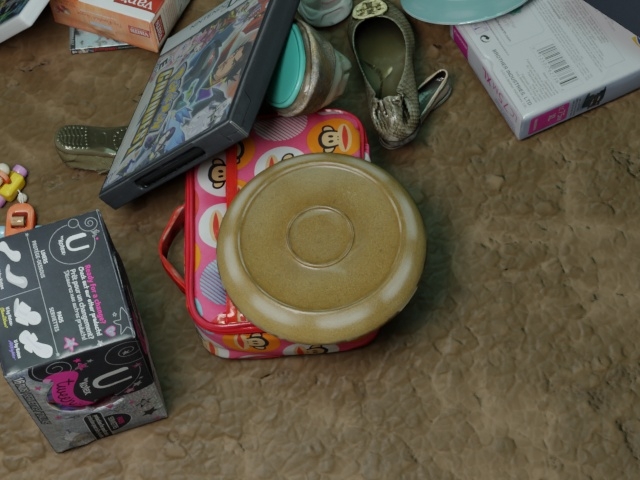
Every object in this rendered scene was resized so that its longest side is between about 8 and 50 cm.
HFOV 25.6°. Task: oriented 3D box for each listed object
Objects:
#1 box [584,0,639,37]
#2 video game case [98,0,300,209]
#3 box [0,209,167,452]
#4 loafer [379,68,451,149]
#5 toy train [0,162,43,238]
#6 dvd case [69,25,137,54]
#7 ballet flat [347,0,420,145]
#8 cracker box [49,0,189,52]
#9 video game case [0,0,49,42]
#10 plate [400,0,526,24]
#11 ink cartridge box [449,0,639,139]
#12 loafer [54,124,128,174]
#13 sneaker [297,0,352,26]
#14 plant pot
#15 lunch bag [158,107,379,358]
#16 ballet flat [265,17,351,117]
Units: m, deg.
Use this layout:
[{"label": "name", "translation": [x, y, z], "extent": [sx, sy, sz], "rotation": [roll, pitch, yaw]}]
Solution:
[{"label": "box", "translation": [0.524, -0.360, 1.705], "extent": [0.343, 0.179, 0.312], "rotation": [35, 58, 9]}, {"label": "video game case", "translation": [-0.137, -0.185, 1.654], "extent": [0.035, 0.248, 0.274], "rotation": [39, 48, -27]}, {"label": "box", "translation": [-0.262, 0.104, 1.521], "extent": [0.142, 0.247, 0.163], "rotation": [-18, 64, -5]}, {"label": "loafer", "translation": [0.117, -0.168, 1.759], "extent": [0.045, 0.039, 0.125], "rotation": [37, 70, 18]}, {"label": "toy train", "translation": [-0.416, -0.045, 1.717], "extent": [0.166, 0.046, 0.125], "rotation": [3, 63, 4]}, {"label": "dvd case", "translation": [-0.270, -0.288, 1.853], "extent": [0.119, 0.013, 0.087], "rotation": [-5, 63, 1]}, {"label": "ballet flat", "translation": [0.078, -0.224, 1.759], "extent": [0.084, 0.058, 0.249], "rotation": [-17, 51, 13]}, {"label": "cracker box", "translation": [-0.235, -0.368, 1.849], "extent": [0.156, 0.067, 0.232], "rotation": [18, 61, 14]}, {"label": "video game case", "translation": [-0.365, -0.324, 1.791], "extent": [0.023, 0.201, 0.183], "rotation": [41, 65, -24]}, {"label": "plate", "translation": [0.192, -0.337, 1.808], "extent": [0.188, 0.024, 0.188], "rotation": [-10, 38, 8]}, {"label": "ink cartridge box", "translation": [0.344, -0.267, 1.788], "extent": [0.311, 0.065, 0.185], "rotation": [-25, 64, -8]}, {"label": "loafer", "translation": [-0.256, -0.110, 1.743], "extent": [0.148, 0.050, 0.056], "rotation": [10, 56, -10]}, {"label": "sneaker", "translation": [-0.026, -0.397, 1.839], "extent": [0.090, 0.115, 0.232], "rotation": [-28, 65, -11]}, {"label": "plant pot", "translation": [0.000, 0.000, 1.552], "extent": [0.236, 0.032, 0.236], "rotation": [-2, 64, 3]}, {"label": "lunch bag", "translation": [-0.061, -0.008, 1.649], "extent": [0.258, 0.120, 0.293], "rotation": [-5, 61, 4]}, {"label": "ballet flat", "translation": [-0.024, -0.215, 1.685], "extent": [0.106, 0.107, 0.316], "rotation": [16, 18, -24]}]
